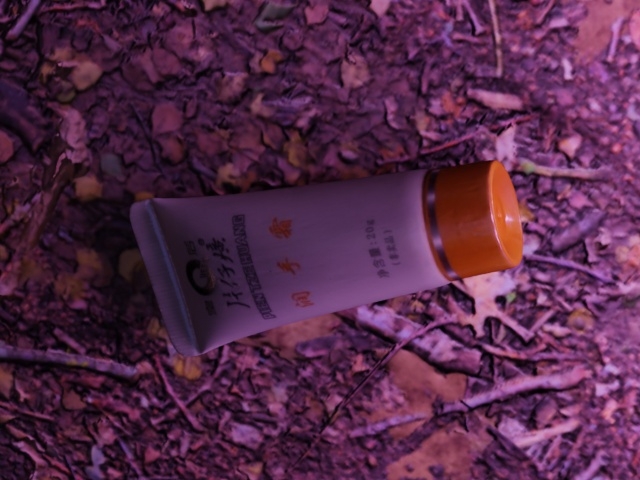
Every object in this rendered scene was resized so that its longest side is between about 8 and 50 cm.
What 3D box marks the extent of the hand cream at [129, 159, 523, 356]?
[{"bbox_3d":[0.000,0.000,1.388,0.314,0.089,0.139,-13,105,24],"label":"hand cream"}]
